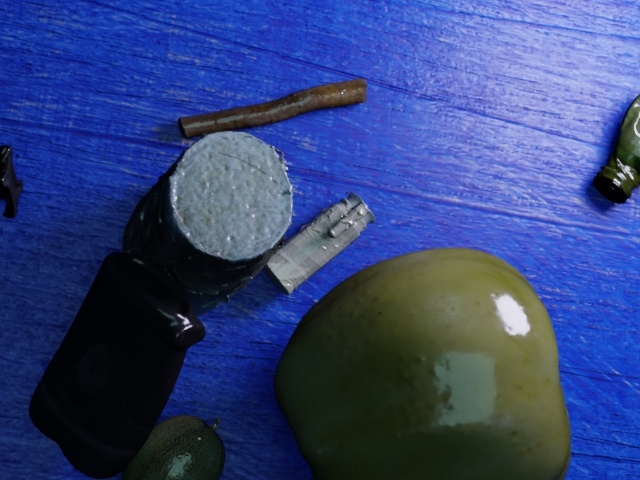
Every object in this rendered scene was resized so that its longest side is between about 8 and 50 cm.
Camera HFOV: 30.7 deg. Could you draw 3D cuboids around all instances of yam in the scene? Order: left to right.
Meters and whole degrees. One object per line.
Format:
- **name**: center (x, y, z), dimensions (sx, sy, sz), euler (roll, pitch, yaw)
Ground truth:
- **yam**: center (-0.176, -0.023, 1.810), dimensions (0.241, 0.348, 0.241), euler (5, 74, -18)
- **yam**: center (-0.078, -0.224, 1.979), dimensions (0.326, 0.045, 0.045), euler (-13, 65, -12)

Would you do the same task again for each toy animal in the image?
- **toy animal**: center (-0.584, -0.102, 1.842), dimensions (0.210, 0.121, 0.117), euler (-4, 67, -6)

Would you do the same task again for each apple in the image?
- **apple**: center (0.162, 0.237, 1.793), dimensions (0.473, 0.473, 0.474), euler (1, 85, -12)

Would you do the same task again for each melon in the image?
- **melon**: center (-0.227, 0.352, 1.847), dimensions (0.192, 0.139, 0.139), euler (-44, 94, -9)

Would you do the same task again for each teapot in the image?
- **teapot**: center (0.000, 0.000, 1.942), dimensions (0.200, 0.107, 0.077), euler (-40, 91, -13)

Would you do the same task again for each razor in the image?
- **razor**: center (-0.310, 0.191, 1.767), dimensions (0.204, 0.113, 0.349), euler (43, 116, 24)

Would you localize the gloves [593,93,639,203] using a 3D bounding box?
- **gloves**: center (0.592, -0.185, 2.083), dimensions (0.135, 0.107, 0.268), euler (41, 96, 2)
